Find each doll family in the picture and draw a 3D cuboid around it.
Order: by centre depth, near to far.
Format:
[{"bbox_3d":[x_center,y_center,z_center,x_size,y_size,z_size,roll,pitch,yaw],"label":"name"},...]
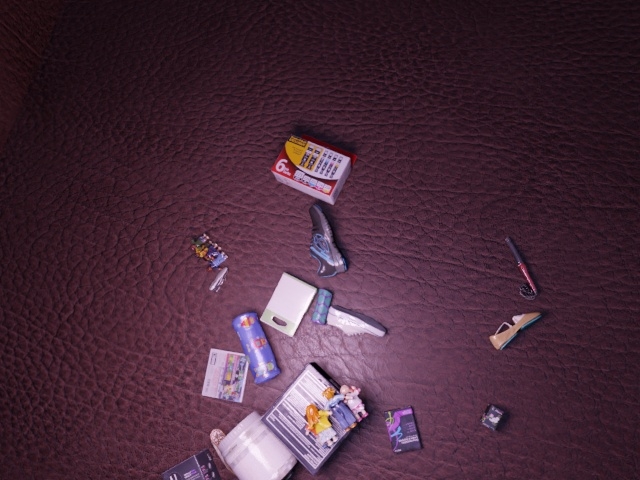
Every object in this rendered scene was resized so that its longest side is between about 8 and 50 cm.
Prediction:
[{"bbox_3d":[0.042,0.634,1.623,0.263,0.118,0.163,-37,75,-2],"label":"doll family"},{"bbox_3d":[-0.523,0.064,2.049,0.193,0.076,0.111,37,65,19],"label":"doll family"}]

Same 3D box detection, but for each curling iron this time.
[{"bbox_3d":[0.835,0.116,1.859,0.068,0.035,0.274,-15,75,4],"label":"curling iron"}]

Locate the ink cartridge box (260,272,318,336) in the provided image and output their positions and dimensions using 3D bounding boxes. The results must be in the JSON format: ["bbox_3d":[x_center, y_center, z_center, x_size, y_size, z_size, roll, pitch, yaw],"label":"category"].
[{"bbox_3d":[-0.136,0.282,1.953,0.171,0.056,0.235,25,85,14],"label":"ink cartridge box"}]

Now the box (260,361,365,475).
[{"bbox_3d":[-0.026,0.696,1.772,0.296,0.183,0.294,41,84,15],"label":"box"}]

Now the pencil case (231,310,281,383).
[{"bbox_3d":[-0.279,0.456,1.899,0.119,0.133,0.306,-16,72,-32],"label":"pencil case"}]

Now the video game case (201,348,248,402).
[{"bbox_3d":[-0.412,0.589,1.938,0.183,0.023,0.201,7,77,10],"label":"video game case"}]

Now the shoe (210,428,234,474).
[{"bbox_3d":[-0.387,0.885,1.852,0.076,0.058,0.219,-31,77,-32],"label":"shoe"}]

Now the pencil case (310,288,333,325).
[{"bbox_3d":[0.006,0.290,1.924,0.064,0.070,0.151,19,76,-14],"label":"pencil case"}]

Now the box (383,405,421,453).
[{"bbox_3d":[0.330,0.762,1.784,0.116,0.029,0.162,-15,76,5],"label":"box"}]

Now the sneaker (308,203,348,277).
[{"bbox_3d":[0.000,0.000,1.964,0.140,0.125,0.340,-23,72,7],"label":"sneaker"}]

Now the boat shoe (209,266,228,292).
[{"bbox_3d":[-0.459,0.181,2.032,0.038,0.046,0.125,41,71,-29],"label":"boat shoe"}]

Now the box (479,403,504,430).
[{"bbox_3d":[0.670,0.691,1.733,0.052,0.062,0.083,30,83,15],"label":"box"}]

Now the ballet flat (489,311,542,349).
[{"bbox_3d":[0.787,0.347,1.793,0.232,0.080,0.073,-38,60,-3],"label":"ballet flat"}]

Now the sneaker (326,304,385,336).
[{"bbox_3d":[0.148,0.362,1.885,0.258,0.094,0.091,21,102,15],"label":"sneaker"}]

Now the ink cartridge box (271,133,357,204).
[{"bbox_3d":[-0.024,-0.357,2.048,0.309,0.130,0.272,24,80,13],"label":"ink cartridge box"}]

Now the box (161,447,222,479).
[{"bbox_3d":[-0.493,1.017,1.785,0.165,0.143,0.270,-29,74,1],"label":"box"}]

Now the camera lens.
[{"bbox_3d":[-0.242,0.850,1.749,0.219,0.219,0.274,-44,75,-3],"label":"camera lens"}]
